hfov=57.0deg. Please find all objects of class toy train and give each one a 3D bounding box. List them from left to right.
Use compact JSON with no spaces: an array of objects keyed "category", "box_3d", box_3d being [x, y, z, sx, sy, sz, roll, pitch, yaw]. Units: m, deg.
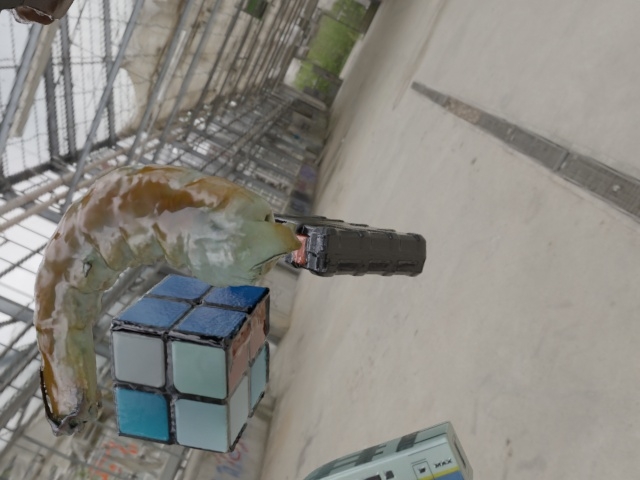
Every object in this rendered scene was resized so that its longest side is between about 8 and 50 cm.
[{"category":"toy train","box_3d":[0.002,0.208,0.464,0.233,0.051,0.052,-24,-7,15]}]

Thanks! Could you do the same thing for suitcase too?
[{"category":"suitcase","box_3d":[0.000,0.001,0.916,0.285,0.206,0.066,14,99,53]}]

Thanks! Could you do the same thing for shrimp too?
[{"category":"shrimp","box_3d":[-0.099,0.038,0.334,0.049,0.161,0.166,33,-110,-70]}]

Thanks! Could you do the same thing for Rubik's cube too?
[{"category":"Rubik's cube","box_3d":[-0.173,0.166,0.830,0.183,0.167,0.180,-54,-31,-65]}]

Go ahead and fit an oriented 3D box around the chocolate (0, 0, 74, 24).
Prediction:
[{"category":"chocolate","box_3d":[-0.246,-0.219,0.444,0.127,0.124,0.133,-35,39,-22]}]
